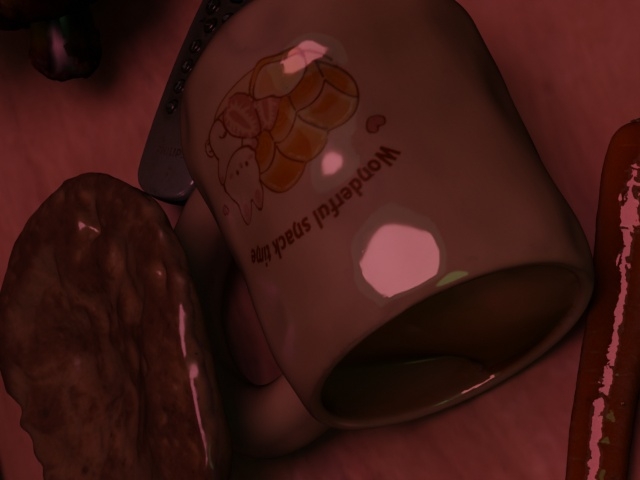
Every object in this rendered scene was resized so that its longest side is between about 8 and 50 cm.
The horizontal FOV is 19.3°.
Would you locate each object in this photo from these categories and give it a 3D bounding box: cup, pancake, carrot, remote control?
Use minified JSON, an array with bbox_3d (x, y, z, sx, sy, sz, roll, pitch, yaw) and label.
[{"bbox_3d":[0.018,-0.005,1.021,0.173,0.255,0.202,-12,61,-25],"label":"cup"},{"bbox_3d":[-0.113,0.081,1.049,0.236,0.042,0.222,53,130,38],"label":"pancake"},{"bbox_3d":[0.154,0.053,0.979,0.043,0.043,0.247,5,77,27],"label":"carrot"},{"bbox_3d":[-0.045,-0.121,1.127,0.072,0.042,0.222,13,75,44],"label":"remote control"}]

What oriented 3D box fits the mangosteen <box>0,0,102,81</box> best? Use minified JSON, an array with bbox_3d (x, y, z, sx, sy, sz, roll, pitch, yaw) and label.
[{"bbox_3d":[-0.208,-0.240,1.144,0.233,0.287,0.287,21,82,39],"label":"mangosteen"}]
